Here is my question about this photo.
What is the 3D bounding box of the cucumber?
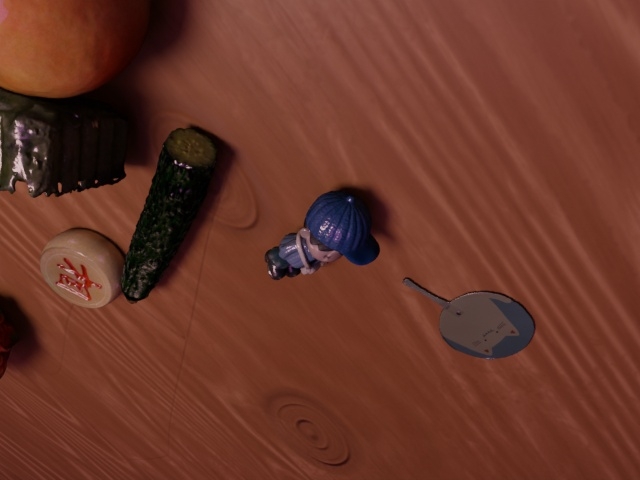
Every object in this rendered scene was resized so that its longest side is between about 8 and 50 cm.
[{"bbox_3d":[-0.201,-0.013,0.679,0.067,0.067,0.293,31,130,-5],"label":"cucumber"}]

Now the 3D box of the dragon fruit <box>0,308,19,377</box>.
[{"bbox_3d":[-0.627,0.178,0.900,0.274,0.193,0.192,-26,140,33],"label":"dragon fruit"}]

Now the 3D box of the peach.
[{"bbox_3d":[-0.246,-0.213,0.475,0.184,0.184,0.184,9,128,12],"label":"peach"}]

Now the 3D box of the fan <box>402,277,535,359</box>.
[{"bbox_3d":[0.176,0.092,0.663,0.175,0.005,0.113,31,129,-4],"label":"fan"}]

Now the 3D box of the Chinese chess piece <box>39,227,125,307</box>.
[{"bbox_3d":[-0.339,0.041,0.774,0.122,0.051,0.122,9,127,13],"label":"Chinese chess piece"}]

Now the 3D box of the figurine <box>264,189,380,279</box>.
[{"bbox_3d":[0.000,0.000,0.620,0.149,0.086,0.087,-25,74,44],"label":"figurine"}]

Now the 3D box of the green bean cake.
[{"bbox_3d":[-0.317,-0.116,0.569,0.181,0.173,0.094,15,105,10],"label":"green bean cake"}]
